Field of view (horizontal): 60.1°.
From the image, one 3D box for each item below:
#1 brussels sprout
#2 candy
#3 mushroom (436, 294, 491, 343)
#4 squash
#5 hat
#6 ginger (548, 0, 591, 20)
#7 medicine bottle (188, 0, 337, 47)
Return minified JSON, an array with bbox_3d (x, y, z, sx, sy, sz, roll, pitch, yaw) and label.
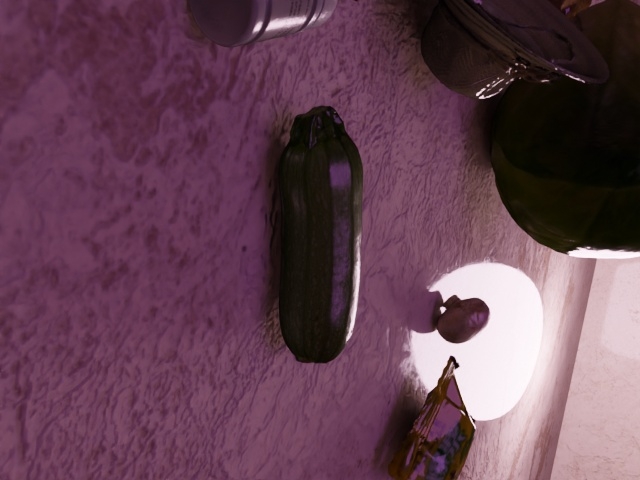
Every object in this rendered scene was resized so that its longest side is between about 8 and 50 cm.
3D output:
[{"bbox_3d":[0.400,-0.154,0.810,0.281,0.289,0.354,22,76,-71],"label":"brussels sprout"},{"bbox_3d":[0.186,0.308,0.834,0.187,0.081,0.297,-60,143,-21],"label":"candy"},{"bbox_3d":[0.209,0.115,0.817,0.084,0.067,0.083,-26,150,-16],"label":"mushroom"},{"bbox_3d":[0.000,0.000,0.461,0.077,0.068,0.219,-20,117,-46],"label":"squash"},{"bbox_3d":[0.169,-0.212,0.588,0.252,0.252,0.110,-30,163,-48],"label":"hat"},{"bbox_3d":[0.361,-0.406,0.859,0.333,0.080,0.166,-24,107,-43],"label":"ginger"},{"bbox_3d":[-0.035,-0.163,0.362,0.091,0.058,0.058,-35,129,-45],"label":"medicine bottle"}]
